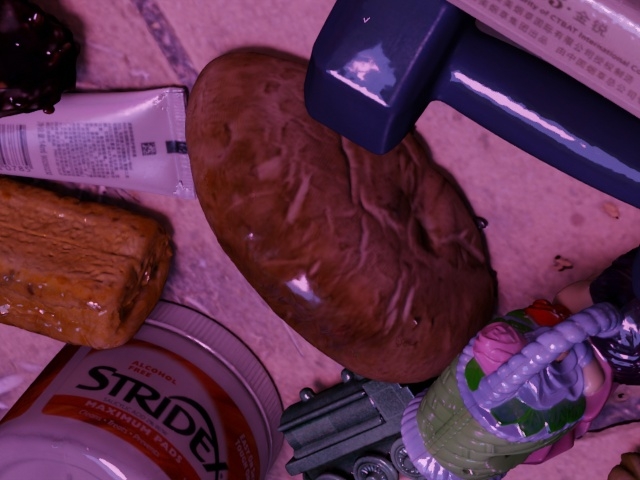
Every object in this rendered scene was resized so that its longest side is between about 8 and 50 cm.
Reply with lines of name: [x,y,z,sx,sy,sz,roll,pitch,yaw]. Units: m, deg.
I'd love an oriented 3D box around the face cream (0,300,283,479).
face cream: [-0.154,0.178,1.582,0.201,0.187,0.201,14,128,19]

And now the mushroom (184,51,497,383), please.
mushroom: [0.000,0.000,1.397,0.286,0.151,0.156,46,130,-9]

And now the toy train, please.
toy train: [0.037,0.144,1.541,0.170,0.071,0.111,-28,98,40]

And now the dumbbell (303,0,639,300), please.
dumbbell: [0.153,-0.076,1.256,0.325,0.144,0.160,29,163,5]

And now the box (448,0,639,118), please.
box: [0.198,-0.149,1.173,0.259,0.168,0.071,31,133,4]

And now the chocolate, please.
chocolate: [-0.245,-0.138,1.462,0.133,0.156,0.156,2,129,-8]

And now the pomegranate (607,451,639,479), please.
pomegranate: [0.316,0.249,1.422,0.190,0.241,0.159,35,99,-28]

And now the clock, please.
clock: [0.169,0.083,1.348,0.100,0.194,0.195,56,132,13]

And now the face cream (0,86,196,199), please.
face cream: [-0.213,-0.081,1.518,0.243,0.058,0.092,5,119,18]

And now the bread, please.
bread: [-0.227,0.014,1.554,0.211,0.114,0.083,18,148,17]
